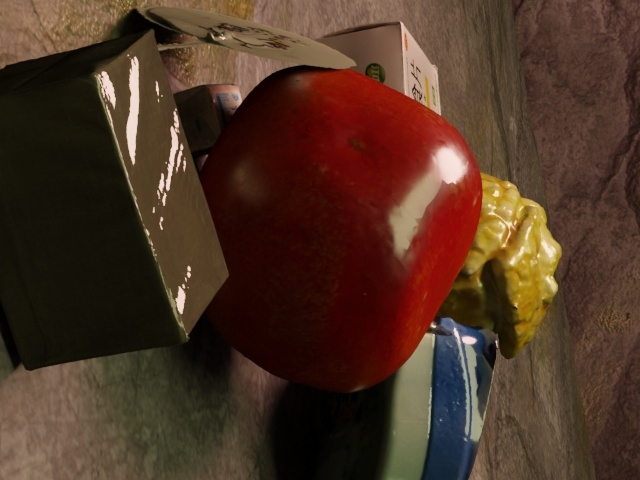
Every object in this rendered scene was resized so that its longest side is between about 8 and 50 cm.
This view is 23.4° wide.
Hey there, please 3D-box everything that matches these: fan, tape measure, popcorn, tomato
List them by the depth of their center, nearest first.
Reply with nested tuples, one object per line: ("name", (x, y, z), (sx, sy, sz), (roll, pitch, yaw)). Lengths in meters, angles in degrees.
("fan", (-0.100, -0.201, 1.531), (0.415, 0.233, 0.012), (-29, 135, -69))
("tomato", (0.013, -0.018, 1.611), (0.325, 0.293, 0.290), (-49, 171, -35))
("tape measure", (0.081, 0.211, 1.816), (0.259, 0.138, 0.262), (149, -46, -70))
("popcorn", (0.219, 0.026, 2.243), (0.282, 0.282, 0.247), (62, 42, -43))

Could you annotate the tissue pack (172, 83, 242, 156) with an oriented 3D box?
("tissue pack", (-0.120, -0.130, 1.668), (0.094, 0.059, 0.074), (-15, 93, -71))

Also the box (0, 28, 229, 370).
("box", (-0.193, -0.033, 1.276), (0.149, 0.155, 0.231), (-60, 135, -66))

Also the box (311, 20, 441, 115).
("box", (0.080, -0.109, 2.105), (0.173, 0.145, 0.332), (39, 45, -59))
